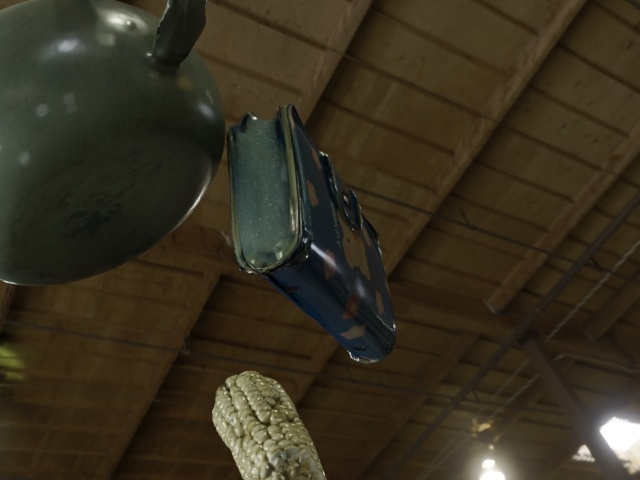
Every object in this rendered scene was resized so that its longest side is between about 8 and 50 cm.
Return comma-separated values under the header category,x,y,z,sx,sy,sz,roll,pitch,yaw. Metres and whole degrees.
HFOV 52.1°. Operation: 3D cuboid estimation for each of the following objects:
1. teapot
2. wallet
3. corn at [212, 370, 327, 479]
category,x,y,z,sx,sy,sz,roll,pitch,yaw
teapot,-0.158,-0.065,0.412,0.193,0.129,0.294,-14,-33,-54
wallet,0.001,0.000,0.504,0.059,0.141,0.202,-20,-33,15
corn,-0.054,0.201,0.661,0.087,0.211,0.087,-4,-77,-19
